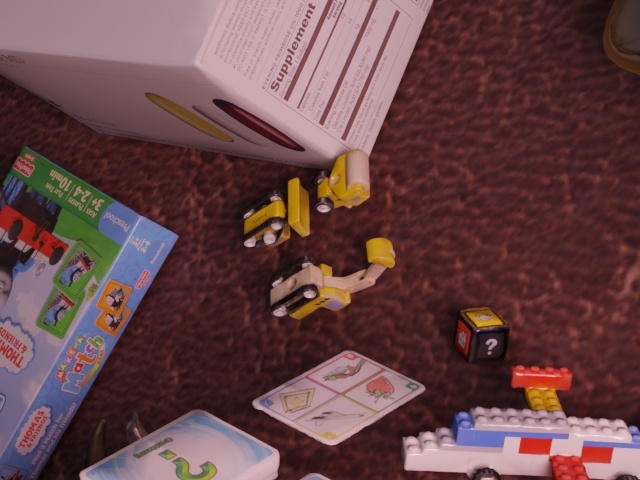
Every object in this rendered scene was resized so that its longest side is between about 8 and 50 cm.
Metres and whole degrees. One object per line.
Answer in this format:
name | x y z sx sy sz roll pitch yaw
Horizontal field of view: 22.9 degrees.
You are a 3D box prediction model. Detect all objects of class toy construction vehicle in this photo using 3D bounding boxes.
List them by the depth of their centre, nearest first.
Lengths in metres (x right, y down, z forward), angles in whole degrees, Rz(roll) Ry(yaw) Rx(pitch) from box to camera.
toy construction vehicle | 0.000 0.000 0.886 0.098 0.035 0.086 -33 45 33

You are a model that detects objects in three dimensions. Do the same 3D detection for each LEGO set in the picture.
LEGO set | 0.046 0.082 0.678 0.182 0.244 0.060 24 120 32

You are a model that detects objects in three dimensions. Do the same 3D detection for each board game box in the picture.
board game box | -0.198 0.057 1.028 0.160 0.039 0.211 28 88 47

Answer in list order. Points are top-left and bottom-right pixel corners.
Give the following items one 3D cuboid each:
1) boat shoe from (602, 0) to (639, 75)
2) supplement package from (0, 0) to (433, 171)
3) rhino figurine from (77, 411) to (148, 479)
boat shoe | 0.200 -0.136 0.766 0.152 0.049 0.056 -47 62 5
supplement package | -0.072 -0.171 0.965 0.262 0.145 0.204 12 75 46
rhino figurine | -0.078 0.178 0.825 0.106 0.073 0.243 -49 42 16
